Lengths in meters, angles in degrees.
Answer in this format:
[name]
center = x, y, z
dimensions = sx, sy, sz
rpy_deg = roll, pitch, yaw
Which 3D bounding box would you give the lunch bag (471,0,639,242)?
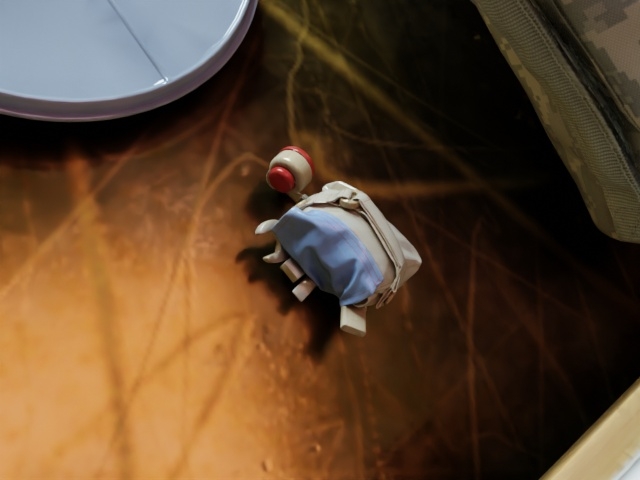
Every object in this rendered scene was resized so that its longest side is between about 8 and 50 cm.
[lunch bag]
center = 0.158, -0.175, 0.400
dimensions = 0.256, 0.213, 0.305
rpy_deg = -46, 108, -19

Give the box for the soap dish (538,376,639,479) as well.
[soap dish]
center = 0.204, 0.143, 0.358
dimensions = 0.291, 0.118, 0.229
rpy_deg = -33, 84, -30

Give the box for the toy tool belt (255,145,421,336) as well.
[toy tool belt]
center = 0.000, 0.000, 0.373
dimensions = 0.083, 0.052, 0.051
rpy_deg = 44, 52, 0

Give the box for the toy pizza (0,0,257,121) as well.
[toy pizza]
center = -0.126, -0.140, 0.391
dimensions = 0.201, 0.032, 0.201
rpy_deg = 9, 66, -20
